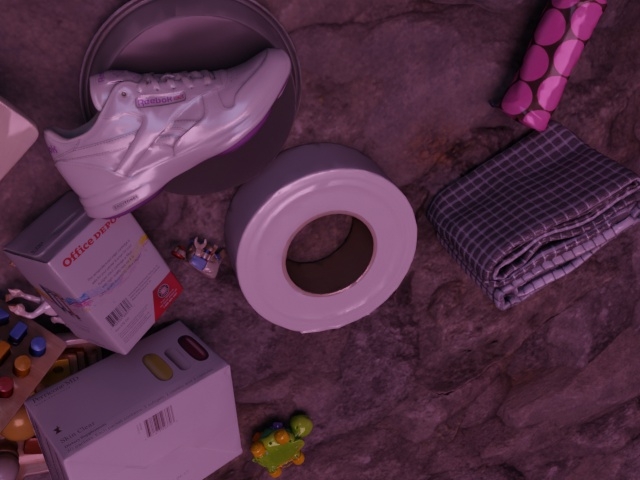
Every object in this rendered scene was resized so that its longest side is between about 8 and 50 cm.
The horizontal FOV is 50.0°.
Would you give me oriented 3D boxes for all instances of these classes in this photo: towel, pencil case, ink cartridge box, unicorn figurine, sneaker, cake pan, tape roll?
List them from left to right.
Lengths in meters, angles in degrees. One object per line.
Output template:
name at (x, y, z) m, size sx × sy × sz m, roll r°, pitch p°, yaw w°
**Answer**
unicorn figurine at (-0.384, 0.071, 0.974) m, size 0.111 × 0.060 × 0.162 m, roll 7°, pitch 112°, yaw -36°
ink cartridge box at (-0.301, 0.039, 0.921) m, size 0.128 × 0.127 × 0.176 m, roll -51°, pitch 132°, yaw -31°
sneaker at (-0.175, -0.152, 0.797) m, size 0.305 × 0.114 × 0.152 m, roll -33°, pitch 115°, yaw -3°
cake pan at (-0.159, -0.179, 0.894) m, size 0.293 × 0.054 × 0.293 m, roll -11°, pitch 129°, yaw -13°
tape roll at (0.000, 0.000, 1.052) m, size 0.286 × 0.100 × 0.286 m, roll -10°, pitch 123°, yaw -16°
towel at (0.328, -0.051, 1.063) m, size 0.283 × 0.235 × 0.121 m, roll -33°, pitch 120°, yaw 1°
pencil case at (0.340, -0.273, 1.019) m, size 0.095 × 0.098 × 0.209 m, roll 30°, pitch 113°, yaw 15°

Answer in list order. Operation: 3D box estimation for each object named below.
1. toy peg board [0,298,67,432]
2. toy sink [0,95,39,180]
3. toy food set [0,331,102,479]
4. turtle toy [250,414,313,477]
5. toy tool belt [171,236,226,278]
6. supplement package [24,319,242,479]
toy peg board at (-0.448, 0.151, 0.906) m, size 0.161 × 0.161 × 0.079 m, roll 36°, pitch 149°, yaw -9°
toy sink at (-0.453, -0.117, 0.795) m, size 0.234 × 0.131 × 0.152 m, roll -43°, pitch 125°, yaw 14°
toy food set at (-0.442, 0.275, 1.059) m, size 0.219 × 0.092 × 0.306 m, roll -5°, pitch 122°, yaw -17°
turtle toy at (-0.071, 0.372, 1.271) m, size 0.130 × 0.066 × 0.095 m, roll -29°, pitch 125°, yaw -2°
toy tool belt at (-0.181, 0.018, 1.033) m, size 0.083 × 0.052 × 0.051 m, roll 40°, pitch 70°, yaw -37°
supplement package at (-0.273, 0.285, 1.041) m, size 0.261 × 0.145 × 0.204 m, roll -27°, pitch 131°, yaw -33°
